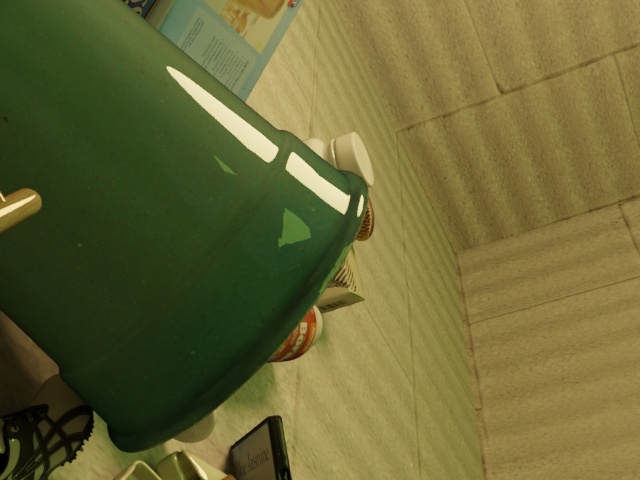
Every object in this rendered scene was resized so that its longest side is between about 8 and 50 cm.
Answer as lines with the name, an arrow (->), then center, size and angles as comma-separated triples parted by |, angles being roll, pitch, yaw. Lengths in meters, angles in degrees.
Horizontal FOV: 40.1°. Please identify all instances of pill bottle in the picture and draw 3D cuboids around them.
pill bottle -> -0.029, -0.110, 1.567 | 0.131, 0.229, 0.131 | -18, 90, -74
pill bottle -> -0.074, 0.130, 1.367 | 0.216, 0.121, 0.121 | 16, 57, -69

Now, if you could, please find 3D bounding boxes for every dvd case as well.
dvd case -> -0.067, 0.368, 1.124 | 0.180, 0.022, 0.252 | 130, -45, -57

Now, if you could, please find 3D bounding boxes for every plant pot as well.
plant pot -> -0.194, -0.047, 0.787 | 0.334, 0.341, 0.341 | 43, 26, -18

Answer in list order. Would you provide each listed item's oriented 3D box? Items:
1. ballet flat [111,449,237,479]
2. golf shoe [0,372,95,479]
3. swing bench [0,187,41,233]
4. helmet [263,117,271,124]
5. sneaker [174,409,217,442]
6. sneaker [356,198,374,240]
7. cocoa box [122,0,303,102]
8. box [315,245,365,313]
ballet flat -> -0.167, 0.299, 0.969 | 0.124, 0.116, 0.342 | 57, 16, 17
golf shoe -> -0.267, 0.177, 0.792 | 0.198, 0.077, 0.093 | -85, 152, -55
swing bench -> -0.326, 0.025, 0.456 | 0.254, 0.253, 0.165 | -83, 150, -56
helmet -> -0.134, -0.123, 1.398 | 0.162, 0.169, 0.169 | 37, 35, -34
sneaker -> -0.190, 0.089, 1.069 | 0.292, 0.108, 0.169 | 64, 21, -20
sneaker -> 0.074, -0.088, 1.766 | 0.084, 0.070, 0.185 | 1, 72, -65
cocoa box -> -0.162, -0.363, 1.119 | 0.347, 0.228, 0.231 | -60, 154, 0
box -> 0.000, 0.000, 1.755 | 0.094, 0.113, 0.275 | 31, 42, -64
